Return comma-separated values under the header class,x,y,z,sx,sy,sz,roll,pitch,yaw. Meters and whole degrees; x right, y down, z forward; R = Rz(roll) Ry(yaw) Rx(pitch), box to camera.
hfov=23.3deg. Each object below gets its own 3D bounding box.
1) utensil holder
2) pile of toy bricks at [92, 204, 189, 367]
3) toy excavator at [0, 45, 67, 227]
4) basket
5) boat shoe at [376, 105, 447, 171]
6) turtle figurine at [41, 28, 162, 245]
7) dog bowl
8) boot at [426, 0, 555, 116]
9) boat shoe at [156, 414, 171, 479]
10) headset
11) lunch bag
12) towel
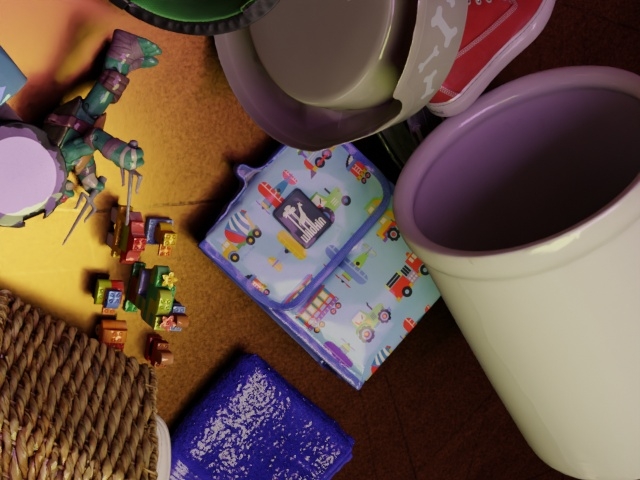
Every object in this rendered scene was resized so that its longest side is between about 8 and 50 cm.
class,x,y,z,sx,sy,sz,roll,pitch,yaw
utensil holder,0.310,0.043,1.812,0.327,0.327,0.385,-40,124,-12
pile of toy bricks,-0.199,0.071,1.820,0.118,0.105,0.212,3,105,-30
toy excavator,-0.433,-0.206,1.556,0.433,0.222,0.445,-43,113,-12
basket,-0.320,0.234,1.692,0.223,0.299,0.213,30,109,-19
boat shoe,0.068,-0.197,1.875,0.105,0.113,0.306,-52,133,-22
turtle figurine,-0.249,-0.111,1.705,0.118,0.175,0.234,25,82,-25
dog bowl,0.021,-0.273,1.700,0.102,0.348,0.349,-9,111,-40
boot,0.177,-0.288,1.814,0.244,0.088,0.176,-51,133,-18
boat shoe,-0.248,0.333,1.846,0.098,0.096,0.277,15,79,4
headset,-0.191,-0.389,1.626,0.394,0.185,0.243,38,130,-25
lunch bag,0.000,0.000,1.913,0.293,0.138,0.221,44,83,-20
towel,-0.113,0.317,1.968,0.308,0.076,0.227,-51,123,-5
